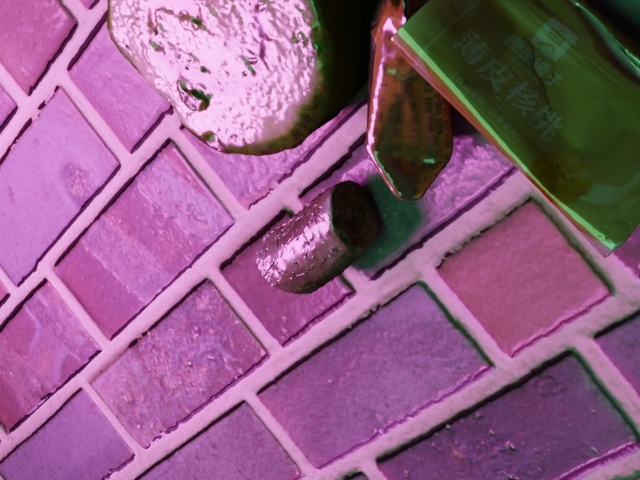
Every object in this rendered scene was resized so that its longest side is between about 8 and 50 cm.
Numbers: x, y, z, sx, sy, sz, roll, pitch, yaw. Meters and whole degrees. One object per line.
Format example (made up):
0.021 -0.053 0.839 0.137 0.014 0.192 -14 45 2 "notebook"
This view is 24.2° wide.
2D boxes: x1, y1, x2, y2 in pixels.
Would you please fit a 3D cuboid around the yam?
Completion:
0.000 0.000 1.942 0.107 0.107 0.183 52 139 1 "yam"

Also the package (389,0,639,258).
0.257 -0.163 1.533 0.311 0.221 0.165 46 119 7 "package"

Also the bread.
-0.105 -0.290 1.807 0.366 0.129 0.382 23 131 31 "bread"

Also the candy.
0.099 -0.192 1.693 0.101 0.143 0.271 -2 126 3 "candy"
